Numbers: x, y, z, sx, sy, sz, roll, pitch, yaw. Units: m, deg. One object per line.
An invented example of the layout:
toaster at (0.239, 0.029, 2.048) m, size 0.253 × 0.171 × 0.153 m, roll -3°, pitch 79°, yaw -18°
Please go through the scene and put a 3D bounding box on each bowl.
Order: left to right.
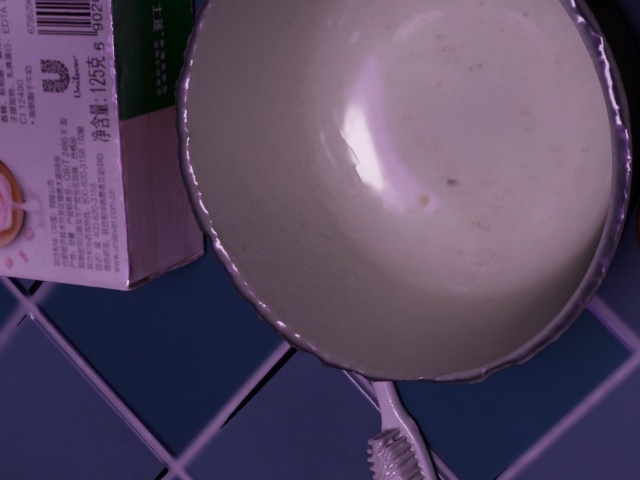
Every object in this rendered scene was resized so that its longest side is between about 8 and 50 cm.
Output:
bowl at (0.053, -0.051, 0.713) m, size 0.211 × 0.112 × 0.211 m, roll 9°, pitch 108°, yaw 29°

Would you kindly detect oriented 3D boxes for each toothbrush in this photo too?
toothbrush at (0.000, 0.000, 0.805) m, size 0.025 × 0.029 × 0.307 m, roll -16°, pitch 96°, yaw 37°

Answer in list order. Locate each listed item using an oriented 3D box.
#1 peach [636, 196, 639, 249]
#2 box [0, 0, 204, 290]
peach at (0.197, -0.050, 0.656) m, size 0.092 × 0.127 × 0.172 m, roll 26°, pitch 89°, yaw 28°
box at (-0.137, -0.081, 0.827) m, size 0.135 × 0.081 × 0.199 m, roll 6°, pitch 104°, yaw 27°
